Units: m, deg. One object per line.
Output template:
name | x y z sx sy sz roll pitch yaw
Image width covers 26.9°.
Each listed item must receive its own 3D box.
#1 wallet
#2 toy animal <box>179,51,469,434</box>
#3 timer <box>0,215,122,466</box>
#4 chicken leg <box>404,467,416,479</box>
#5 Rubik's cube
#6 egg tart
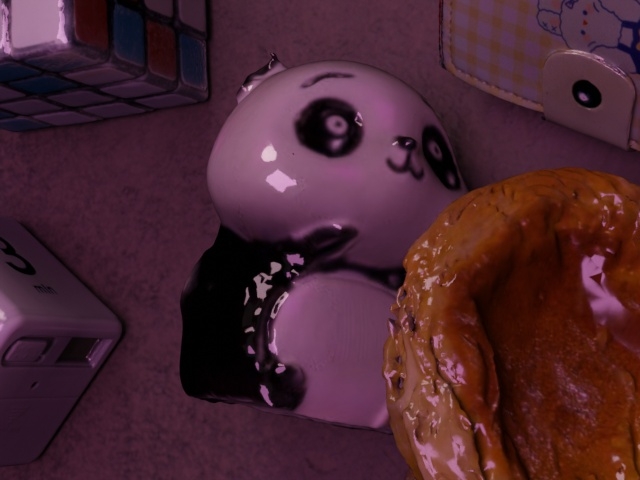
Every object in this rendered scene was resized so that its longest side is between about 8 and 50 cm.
wallet | 0.238 -0.175 1.077 0.309 0.077 0.223 29 137 28
toy animal | 0.000 0.000 1.157 0.251 0.251 0.310 8 81 27
timer | -0.353 0.097 1.339 0.195 0.192 0.194 39 102 24
chicken leg | 0.111 0.234 1.106 0.080 0.196 0.125 -35 74 -9
Rubik's cube | -0.278 -0.260 1.304 0.259 0.256 0.253 -5 82 26
egg tart | 0.200 0.115 1.051 0.150 0.352 0.352 -48 58 62
